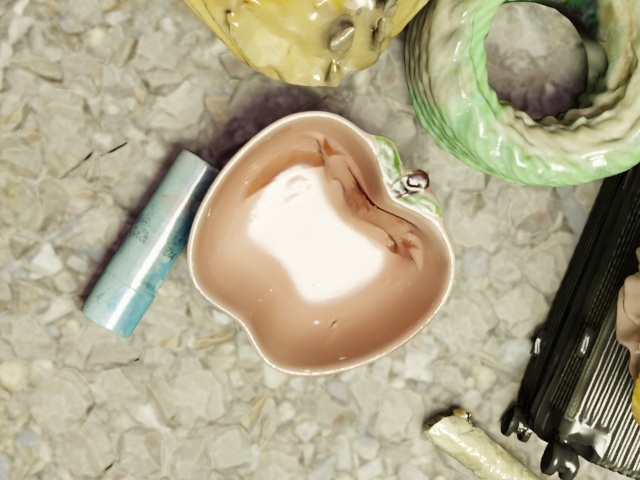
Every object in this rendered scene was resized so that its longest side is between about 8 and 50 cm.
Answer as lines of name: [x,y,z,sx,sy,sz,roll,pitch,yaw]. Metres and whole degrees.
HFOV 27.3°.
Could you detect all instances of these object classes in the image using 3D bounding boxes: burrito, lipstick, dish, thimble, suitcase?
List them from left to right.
lipstick: [-0.135,0.002,1.075,0.048,0.048,0.158,32,91,-10]
dish: [0.000,0.000,1.073,0.213,0.090,0.213,-1,98,-5]
burrito: [0.165,0.210,1.137,0.185,0.045,0.041,40,55,-8]
thimble: [0.177,-0.152,1.048,0.219,0.150,0.219,-1,97,-8]
suitcase: [0.325,0.060,1.089,0.229,0.152,0.335,22,93,-10]

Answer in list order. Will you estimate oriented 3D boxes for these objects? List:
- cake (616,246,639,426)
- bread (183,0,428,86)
cake: [0.297,0.068,0.944,0.207,0.178,0.185,14,114,-40]
bread: [0.021,-0.312,0.973,0.236,0.183,0.389,24,81,27]
